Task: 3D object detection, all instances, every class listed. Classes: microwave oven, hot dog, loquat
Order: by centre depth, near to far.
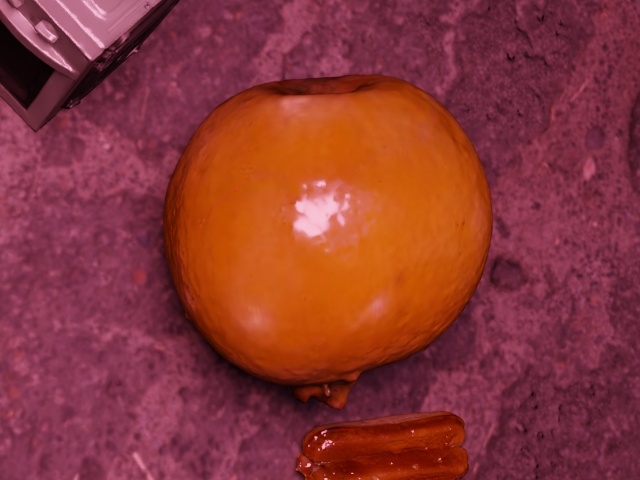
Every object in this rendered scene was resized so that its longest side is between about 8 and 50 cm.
[{"bbox_3d":[-0.197,-0.196,1.185,0.122,0.208,0.162,47,66,-8],"label":"microwave oven"},{"bbox_3d":[0.000,0.000,1.196,0.274,0.275,0.275,5,77,-22],"label":"loquat"},{"bbox_3d":[0.057,0.192,1.304,0.165,0.045,0.071,-3,82,-24],"label":"hot dog"}]
